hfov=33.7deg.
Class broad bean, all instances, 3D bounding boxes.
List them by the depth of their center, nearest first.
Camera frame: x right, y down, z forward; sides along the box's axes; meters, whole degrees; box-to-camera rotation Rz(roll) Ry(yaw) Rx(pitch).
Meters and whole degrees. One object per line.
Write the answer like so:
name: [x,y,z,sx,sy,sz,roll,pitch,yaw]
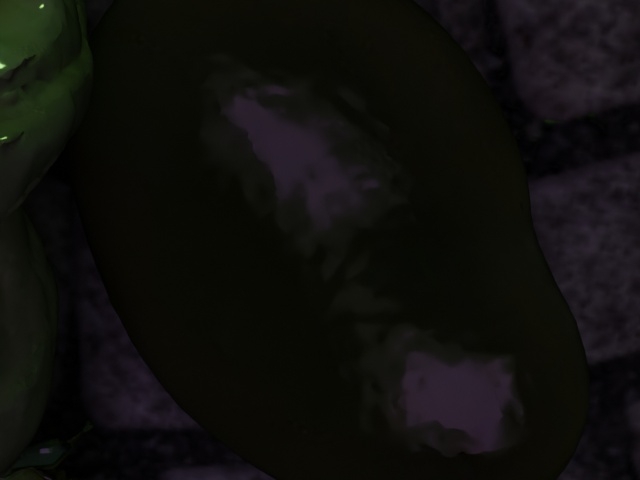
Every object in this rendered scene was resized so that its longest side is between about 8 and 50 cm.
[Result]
broad bean: [0.000,0.000,0.453,0.189,0.121,0.263,-33,87,12]

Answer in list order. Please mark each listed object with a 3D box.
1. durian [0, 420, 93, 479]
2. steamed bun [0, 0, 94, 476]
durian: [-0.205,0.119,0.481,0.221,0.095,0.137,3,119,2]
steamed bun: [-0.250,-0.041,0.331,0.339,0.247,0.352,14,75,-1]
